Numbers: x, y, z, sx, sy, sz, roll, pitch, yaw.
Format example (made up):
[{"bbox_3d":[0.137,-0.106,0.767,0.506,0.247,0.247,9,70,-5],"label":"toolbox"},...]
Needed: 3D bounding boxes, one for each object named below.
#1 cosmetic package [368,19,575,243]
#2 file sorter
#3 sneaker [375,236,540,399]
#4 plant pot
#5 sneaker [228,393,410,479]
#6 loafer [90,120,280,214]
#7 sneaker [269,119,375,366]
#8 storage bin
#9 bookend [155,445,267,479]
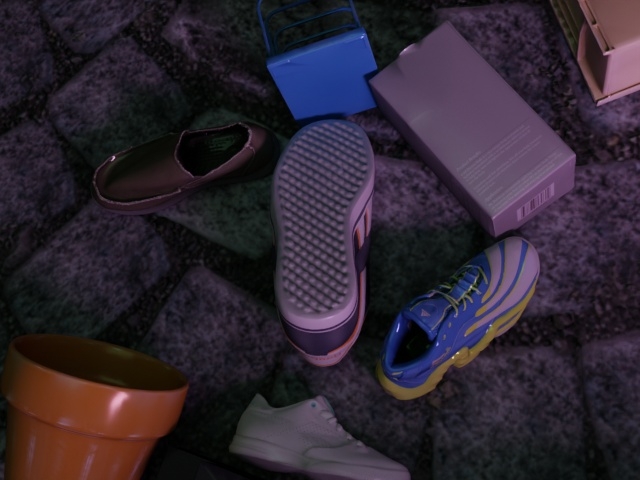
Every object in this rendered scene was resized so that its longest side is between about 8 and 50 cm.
[{"bbox_3d":[0.179,-0.130,1.164,0.127,0.107,0.238,-36,67,0],"label":"cosmetic package"},{"bbox_3d":[0.001,-0.231,1.195,0.118,0.170,0.104,-18,68,6],"label":"file sorter"},{"bbox_3d":[0.156,0.081,1.089,0.091,0.126,0.240,41,86,20],"label":"sneaker"},{"bbox_3d":[-0.272,0.226,1.113,0.205,0.205,0.187,16,94,16],"label":"plant pot"},{"bbox_3d":[0.005,0.225,1.110,0.212,0.080,0.094,11,65,16],"label":"sneaker"},{"bbox_3d":[-0.180,-0.104,1.237,0.251,0.087,0.094,-17,71,6],"label":"loafer"},{"bbox_3d":[0.000,0.000,1.159,0.126,0.127,0.321,3,49,7],"label":"sneaker"},{"bbox_3d":[0.407,-0.341,1.167,0.262,0.123,0.260,-21,70,6],"label":"storage bin"},{"bbox_3d":[-0.123,0.280,1.073,0.156,0.157,0.072,17,77,16],"label":"bookend"}]
